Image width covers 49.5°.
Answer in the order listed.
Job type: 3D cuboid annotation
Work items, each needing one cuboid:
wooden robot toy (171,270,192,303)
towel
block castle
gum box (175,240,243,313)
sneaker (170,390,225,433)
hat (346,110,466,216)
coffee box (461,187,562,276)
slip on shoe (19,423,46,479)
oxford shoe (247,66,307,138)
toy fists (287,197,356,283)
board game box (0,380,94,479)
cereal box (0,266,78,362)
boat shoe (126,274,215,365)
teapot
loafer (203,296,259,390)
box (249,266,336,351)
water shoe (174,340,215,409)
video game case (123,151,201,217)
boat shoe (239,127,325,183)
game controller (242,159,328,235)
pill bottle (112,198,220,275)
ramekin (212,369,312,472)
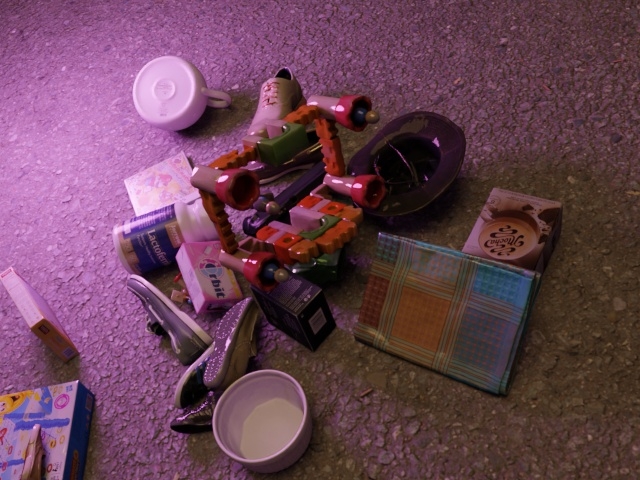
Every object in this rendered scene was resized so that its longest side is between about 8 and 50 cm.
[{"bbox_3d":[-0.341,0.119,1.795,0.076,0.079,0.173,40,44,-2],"label":"wooden robot toy"},{"bbox_3d":[0.261,0.150,1.505,0.370,0.040,0.271,17,98,28],"label":"towel"},{"bbox_3d":[-0.041,-0.116,1.574,0.213,0.303,0.453,18,44,40],"label":"block castle"},{"bbox_3d":[-0.279,0.094,1.746,0.107,0.062,0.188,-4,55,-36],"label":"gum box"},{"bbox_3d":[-0.251,0.381,1.568,0.170,0.051,0.089,-6,50,6],"label":"sneaker"},{"bbox_3d":[0.239,-0.170,1.815,0.331,0.134,0.331,-16,52,21],"label":"hat"},{"bbox_3d":[0.425,0.037,1.592,0.168,0.119,0.297,16,58,27],"label":"coffee box"},{"bbox_3d":[-0.616,0.463,1.505,0.041,0.051,0.135,15,36,-21],"label":"slip on shoe"},{"bbox_3d":[-0.145,-0.388,2.025,0.141,0.146,0.397,-9,29,15],"label":"oxford shoe"},{"bbox_3d":[0.000,0.000,1.775,0.142,0.096,0.279,7,52,13],"label":"toy fists"},{"bbox_3d":[-0.691,0.498,1.582,0.302,0.086,0.308,-12,49,7],"label":"board game box"},{"bbox_3d":[-0.726,0.189,1.790,0.047,0.173,0.240,-39,51,-14],"label":"cereal box"},{"bbox_3d":[-0.396,0.193,1.723,0.319,0.116,0.099,34,76,30],"label":"boat shoe"},{"bbox_3d":[-0.462,-0.461,2.245,0.252,0.187,0.256,-44,77,4],"label":"teapot"},{"bbox_3d":[-0.191,0.242,1.594,0.094,0.087,0.251,-27,33,42],"label":"loafer"},{"bbox_3d":[-0.063,0.153,1.624,0.158,0.156,0.093,28,63,34],"label":"box"},{"bbox_3d":[-0.256,0.312,1.610,0.080,0.073,0.203,24,62,26],"label":"water shoe"},{"bbox_3d":[-0.471,-0.154,2.089,0.206,0.026,0.227,-27,49,-6],"label":"video game case"},{"bbox_3d":[-0.114,-0.247,2.007,0.324,0.096,0.116,-13,49,7],"label":"boat shoe"},{"bbox_3d":[-0.075,-0.118,1.881,0.319,0.067,0.166,-39,8,-16],"label":"game controller"},{"bbox_3d":[-0.408,-0.016,1.871,0.265,0.153,0.153,-21,49,1],"label":"pill bottle"},{"bbox_3d":[-0.114,0.392,1.476,0.207,0.109,0.207,-9,49,10],"label":"ramekin"}]
